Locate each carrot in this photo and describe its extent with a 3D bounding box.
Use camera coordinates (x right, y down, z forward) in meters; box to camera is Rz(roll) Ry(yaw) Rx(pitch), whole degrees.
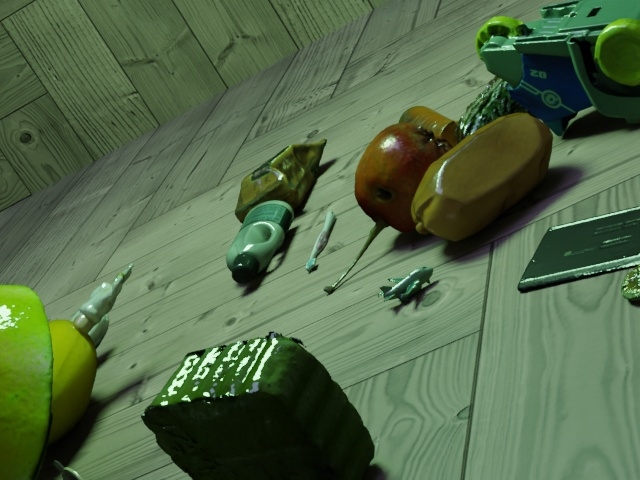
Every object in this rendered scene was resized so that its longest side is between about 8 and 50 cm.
[{"bbox_3d":[0.189,-0.180,2.313,0.087,0.087,0.193,-34,21,-4],"label":"carrot"}]

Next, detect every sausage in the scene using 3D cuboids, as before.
[{"bbox_3d":[0.228,-0.088,1.920,0.241,0.120,0.136,-36,-16,-20],"label":"sausage"}]

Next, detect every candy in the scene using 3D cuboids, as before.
[{"bbox_3d":[-0.066,-0.119,2.571,0.143,0.101,0.271,-31,10,24],"label":"candy"}]

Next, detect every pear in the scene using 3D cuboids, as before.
[{"bbox_3d":[-0.524,0.237,1.890,0.399,0.165,0.399,-33,49,47],"label":"pear"}]

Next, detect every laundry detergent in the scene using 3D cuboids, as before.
[{"bbox_3d":[-0.110,0.008,2.331,0.099,0.070,0.225,-19,20,19],"label":"laundry detergent"}]

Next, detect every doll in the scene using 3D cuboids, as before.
[{"bbox_3d":[-0.429,0.203,2.188,0.348,0.161,0.423,-58,10,-28],"label":"doll"}]

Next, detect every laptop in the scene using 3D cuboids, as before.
[{"bbox_3d":[0.339,0.004,1.652,0.197,0.016,0.135,-17,24,41],"label":"laptop"}]

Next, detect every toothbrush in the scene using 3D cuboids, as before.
[{"bbox_3d":[0.000,0.000,2.251,0.022,0.017,0.204,-36,14,25],"label":"toothbrush"}]

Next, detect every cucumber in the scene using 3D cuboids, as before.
[{"bbox_3d":[0.322,-0.242,2.247,0.359,0.096,0.096,-46,22,-31],"label":"cucumber"}]

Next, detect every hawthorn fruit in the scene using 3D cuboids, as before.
[{"bbox_3d":[0.103,-0.037,2.042,0.285,0.165,0.165,-64,15,9],"label":"hawthorn fruit"}]

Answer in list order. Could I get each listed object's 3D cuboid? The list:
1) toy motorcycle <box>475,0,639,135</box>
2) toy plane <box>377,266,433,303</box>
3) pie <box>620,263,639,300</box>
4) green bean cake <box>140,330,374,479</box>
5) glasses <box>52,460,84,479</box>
[{"bbox_3d":[0.396,-0.258,2.008,0.326,0.200,0.191,-5,30,36],"label":"toy motorcycle"},{"bbox_3d":[0.119,0.062,1.848,0.083,0.033,0.080,-26,16,-4],"label":"toy plane"},{"bbox_3d":[0.366,0.040,1.492,0.084,0.021,0.084,-29,17,10],"label":"pie"},{"bbox_3d":[-0.064,0.208,1.482,0.214,0.200,0.113,-13,34,38],"label":"green bean cake"},{"bbox_3d":[-0.339,0.402,1.704,0.220,0.088,0.189,-57,23,-10],"label":"glasses"}]
